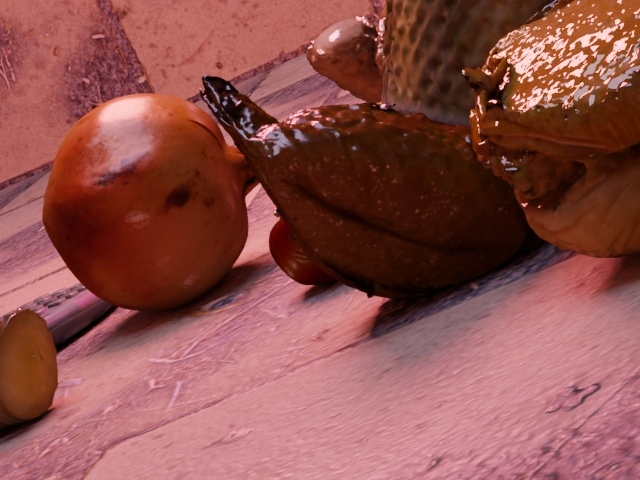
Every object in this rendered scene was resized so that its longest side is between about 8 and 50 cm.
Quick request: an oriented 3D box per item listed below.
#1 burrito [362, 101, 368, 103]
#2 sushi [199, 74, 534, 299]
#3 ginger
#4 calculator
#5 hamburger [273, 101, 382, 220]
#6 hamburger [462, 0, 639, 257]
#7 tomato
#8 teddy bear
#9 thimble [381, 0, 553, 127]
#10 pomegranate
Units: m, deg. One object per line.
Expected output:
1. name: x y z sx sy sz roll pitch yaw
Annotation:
1. burrito: 0.051 -0.145 2.401 0.185 0.041 0.045 -33 -29 -36
2. sushi: 0.040 -0.030 1.471 0.287 0.149 0.140 9 33 -10
3. ginger: -0.342 0.129 1.716 0.263 0.109 0.116 -19 9 30
4. calculator: -0.323 0.107 1.991 0.185 0.041 0.299 -17 11 41
5. hamburger: 0.053 -0.069 1.777 0.214 0.108 0.214 -26 10 5
6. hamburger: 0.241 -0.110 1.332 0.318 0.158 0.318 -24 17 8
7. tomato: 0.000 0.000 1.658 0.087 0.075 0.087 -38 4 3
8. teddy bear: 0.150 -0.211 2.160 0.256 0.156 0.267 -17 7 36
9. thimble: 0.181 -0.171 1.592 0.271 0.150 0.271 3 12 -1
10. pomegranate: -0.163 -0.032 1.882 0.209 0.209 0.209 -24 10 4
